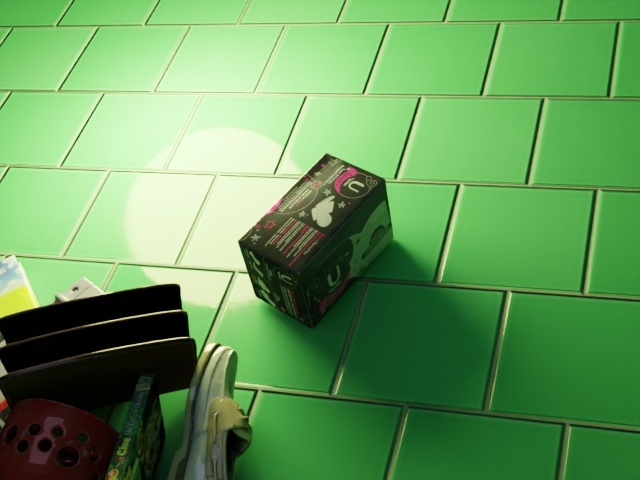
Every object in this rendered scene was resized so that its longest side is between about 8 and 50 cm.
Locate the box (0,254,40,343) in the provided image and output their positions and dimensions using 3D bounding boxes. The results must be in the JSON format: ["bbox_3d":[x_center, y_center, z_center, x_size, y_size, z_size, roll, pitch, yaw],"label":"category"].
[{"bbox_3d":[-0.595,0.114,1.993,0.109,0.042,0.178,-27,46,-11],"label":"box"}]

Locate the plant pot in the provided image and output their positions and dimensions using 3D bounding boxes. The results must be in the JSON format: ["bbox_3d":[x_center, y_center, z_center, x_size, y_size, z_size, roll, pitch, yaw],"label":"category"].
[{"bbox_3d":[-0.412,0.358,1.608,0.191,0.191,0.174,4,51,19],"label":"plant pot"}]

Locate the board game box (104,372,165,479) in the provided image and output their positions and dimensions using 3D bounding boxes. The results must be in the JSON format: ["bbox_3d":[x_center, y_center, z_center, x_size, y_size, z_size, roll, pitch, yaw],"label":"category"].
[{"bbox_3d":[-0.276,0.332,1.584,0.030,0.136,0.259,2,31,4],"label":"board game box"}]

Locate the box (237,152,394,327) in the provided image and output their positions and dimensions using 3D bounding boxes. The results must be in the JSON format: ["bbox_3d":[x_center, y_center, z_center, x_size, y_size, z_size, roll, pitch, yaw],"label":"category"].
[{"bbox_3d":[0.000,0.000,1.848,0.142,0.163,0.247,28,60,31],"label":"box"}]

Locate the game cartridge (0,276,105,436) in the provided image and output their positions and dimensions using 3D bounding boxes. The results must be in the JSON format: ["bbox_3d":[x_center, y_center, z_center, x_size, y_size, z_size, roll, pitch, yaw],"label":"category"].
[{"bbox_3d":[-0.481,0.230,1.843,0.355,0.068,0.230,-41,46,-22],"label":"game cartridge"}]

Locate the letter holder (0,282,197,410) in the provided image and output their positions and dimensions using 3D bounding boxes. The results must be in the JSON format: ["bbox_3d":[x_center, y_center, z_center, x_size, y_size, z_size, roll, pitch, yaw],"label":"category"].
[{"bbox_3d":[-0.359,0.162,1.692,0.302,0.214,0.152,-11,65,-11],"label":"letter holder"}]

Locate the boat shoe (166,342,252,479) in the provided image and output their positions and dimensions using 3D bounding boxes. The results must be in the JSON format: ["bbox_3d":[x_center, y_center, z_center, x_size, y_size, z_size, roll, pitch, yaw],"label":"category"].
[{"bbox_3d":[-0.157,0.301,1.653,0.103,0.113,0.302,1,57,13],"label":"boat shoe"}]
